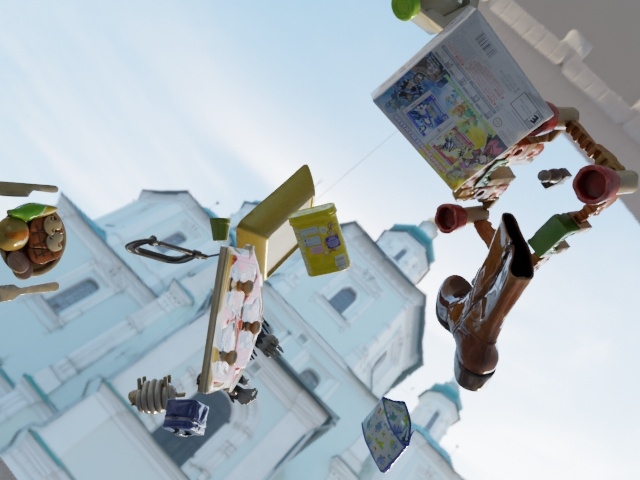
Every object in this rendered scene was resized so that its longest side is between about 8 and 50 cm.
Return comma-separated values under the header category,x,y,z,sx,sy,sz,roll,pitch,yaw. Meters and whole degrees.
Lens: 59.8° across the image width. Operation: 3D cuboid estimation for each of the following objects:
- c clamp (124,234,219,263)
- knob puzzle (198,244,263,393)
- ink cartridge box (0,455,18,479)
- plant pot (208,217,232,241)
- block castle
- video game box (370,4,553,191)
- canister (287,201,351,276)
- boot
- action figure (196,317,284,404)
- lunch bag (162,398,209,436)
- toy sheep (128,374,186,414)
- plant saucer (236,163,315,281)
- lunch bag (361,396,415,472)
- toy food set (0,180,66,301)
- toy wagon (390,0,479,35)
category,x,y,z,sx,sy,sz,roll,pitch,yaw
c clamp,-0.299,0.018,1.110,0.137,0.161,0.022,-19,-118,44
knob puzzle,-0.097,0.101,0.725,0.030,0.213,0.213,6,-58,10
ink cartridge box,-0.396,0.222,0.520,0.159,0.092,0.217,-28,-84,22
plant pot,-0.347,-0.037,1.924,0.083,0.083,0.079,-2,-93,40
block castle,0.490,-0.097,1.368,0.303,0.213,0.453,63,-38,27
video game box,0.210,-0.203,0.830,0.187,0.048,0.205,-39,-66,17
canister,0.000,0.000,1.434,0.126,0.073,0.169,-13,-74,16
boot,0.268,0.071,0.949,0.096,0.264,0.280,8,-52,5
action figure,-0.161,0.246,1.166,0.141,0.275,0.164,35,-79,-3
lunch bag,-0.268,0.355,1.103,0.067,0.065,0.098,-4,-28,13
toy sheep,-0.375,0.354,1.273,0.132,0.091,0.091,-4,-62,4
plant saucer,-0.125,-0.028,1.751,0.081,0.333,0.332,33,-34,17
lunch bag,0.183,0.517,1.477,0.096,0.151,0.128,17,-58,-17
toy food set,-0.469,0.000,0.912,0.039,0.132,0.192,3,-85,27
toy wagon,0.225,-0.501,1.056,0.068,0.267,0.344,6,-54,51
